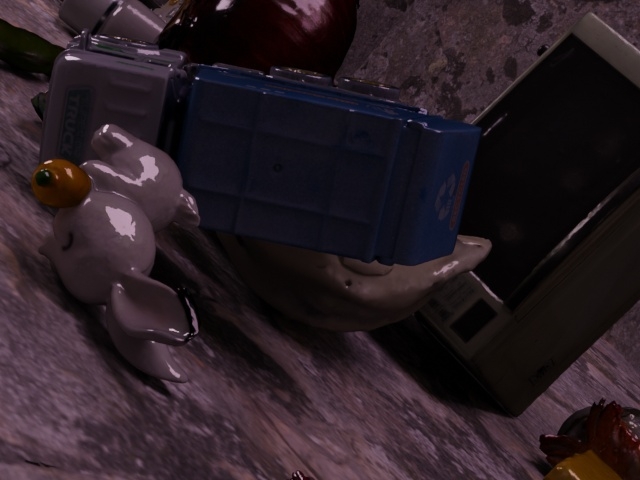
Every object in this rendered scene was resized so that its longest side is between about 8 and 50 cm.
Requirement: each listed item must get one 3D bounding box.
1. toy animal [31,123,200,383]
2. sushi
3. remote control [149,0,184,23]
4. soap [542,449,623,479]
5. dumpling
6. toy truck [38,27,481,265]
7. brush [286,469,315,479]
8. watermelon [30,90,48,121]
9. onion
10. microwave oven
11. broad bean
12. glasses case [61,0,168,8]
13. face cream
[{"bbox_3d":[-0.136,0.001,0.816,0.127,0.131,0.182,9,41,-2],"label":"toy animal"},{"bbox_3d":[0.397,0.293,1.438,0.332,0.124,0.130,32,24,-43],"label":"sushi"},{"bbox_3d":[-0.190,-0.310,1.705,0.313,0.109,0.055,24,-25,50],"label":"remote control"},{"bbox_3d":[0.318,0.336,1.051,0.324,0.096,0.204,44,11,19],"label":"soap"},{"bbox_3d":[0.000,0.000,1.205,0.318,0.187,0.243,19,-10,-21],"label":"dumpling"},{"bbox_3d":[-0.052,-0.078,0.986,0.367,0.146,0.175,10,11,-2],"label":"toy truck"},{"bbox_3d":[0.088,0.238,0.773,0.321,0.060,0.050,35,1,-27],"label":"brush"},{"bbox_3d":[-0.220,-0.111,1.123,0.101,0.080,0.155,36,22,35],"label":"watermelon"},{"bbox_3d":[-0.071,-0.211,1.392,0.232,0.314,0.314,37,11,-9],"label":"onion"},{"bbox_3d":[0.272,-0.031,1.444,0.247,0.394,0.333,46,-1,28],"label":"microwave oven"},{"bbox_3d":[-0.314,-0.200,1.214,0.060,0.043,0.297,32,7,19],"label":"broad bean"},{"bbox_3d":[-0.297,-0.360,1.639,0.205,0.047,0.071,9,-34,41],"label":"glasses case"},{"bbox_3d":[-0.208,-0.240,1.589,0.314,0.089,0.143,36,-32,-8],"label":"face cream"}]
